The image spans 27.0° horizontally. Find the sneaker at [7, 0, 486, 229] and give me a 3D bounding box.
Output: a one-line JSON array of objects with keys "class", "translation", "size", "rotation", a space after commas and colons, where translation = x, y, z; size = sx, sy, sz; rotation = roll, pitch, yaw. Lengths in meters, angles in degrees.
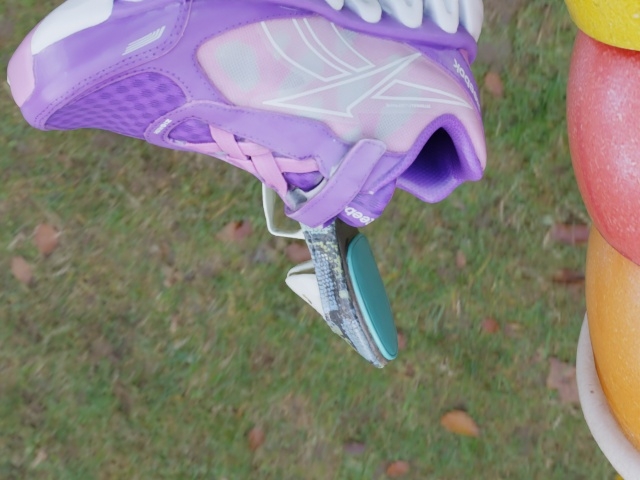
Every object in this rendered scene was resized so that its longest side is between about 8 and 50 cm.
[{"class": "sneaker", "translation": [-0.013, -0.055, 0.561], "size": [0.095, 0.236, 0.104], "rotation": [-26, 73, 50]}]

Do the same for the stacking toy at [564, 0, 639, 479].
[{"class": "stacking toy", "translation": [0.220, -0.126, 0.571], "size": [0.350, 0.350, 0.480], "rotation": [-17, 120, 17]}]

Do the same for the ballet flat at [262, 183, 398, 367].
[{"class": "ballet flat", "translation": [0.000, 0.000, 0.908], "size": [0.070, 0.070, 0.188], "rotation": [-14, 96, 16]}]
